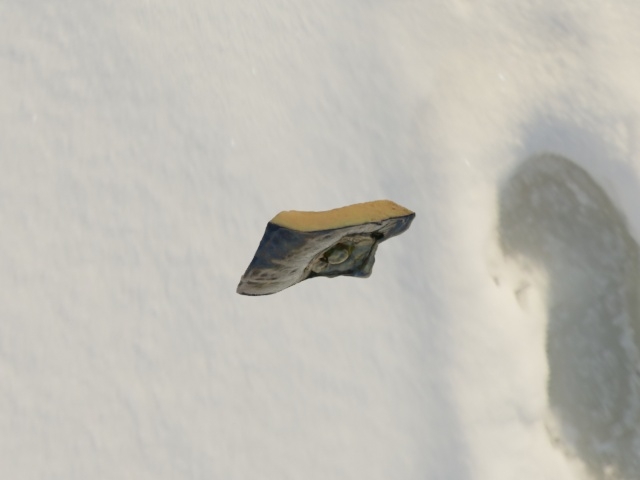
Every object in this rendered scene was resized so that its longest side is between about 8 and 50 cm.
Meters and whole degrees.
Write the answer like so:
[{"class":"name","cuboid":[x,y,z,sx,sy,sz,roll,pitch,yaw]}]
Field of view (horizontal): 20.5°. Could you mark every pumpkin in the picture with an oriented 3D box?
[{"class":"pumpkin","cuboid":[-0.001,-0.001,1.086,0.101,0.035,0.073,-5,151,-27]}]
